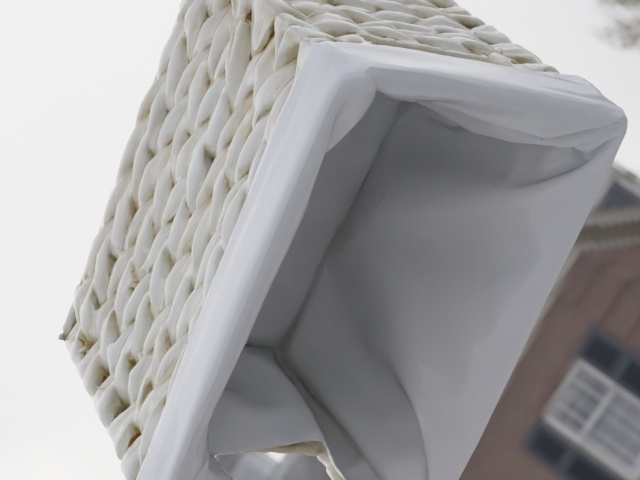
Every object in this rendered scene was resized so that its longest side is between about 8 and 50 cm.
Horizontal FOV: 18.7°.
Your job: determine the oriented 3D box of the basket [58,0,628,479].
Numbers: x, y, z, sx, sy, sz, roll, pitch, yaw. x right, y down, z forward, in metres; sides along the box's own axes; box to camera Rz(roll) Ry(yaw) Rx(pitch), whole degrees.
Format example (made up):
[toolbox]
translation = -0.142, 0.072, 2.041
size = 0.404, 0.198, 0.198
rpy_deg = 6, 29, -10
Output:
[basket]
translation = 0.000, 0.000, 0.622
size = 0.113, 0.103, 0.167
rpy_deg = 6, -61, -35
